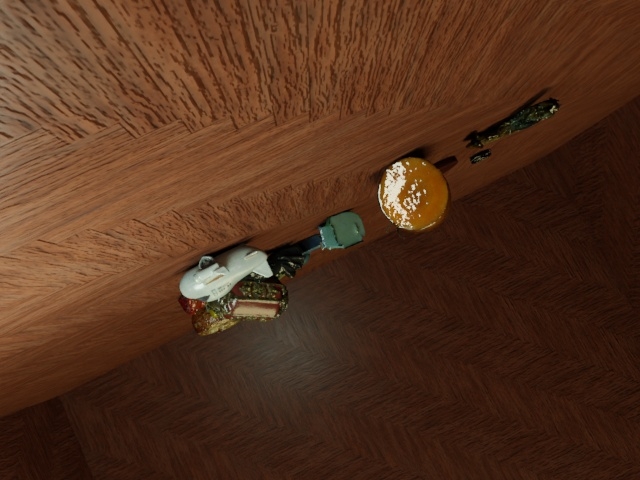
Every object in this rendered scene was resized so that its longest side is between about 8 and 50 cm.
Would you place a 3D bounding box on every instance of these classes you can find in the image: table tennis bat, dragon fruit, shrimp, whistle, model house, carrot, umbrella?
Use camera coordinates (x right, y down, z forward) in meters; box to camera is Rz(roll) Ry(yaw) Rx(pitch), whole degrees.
[{"bbox_3d":[0.340,-0.198,1.828,0.310,0.038,0.200,-32,172,36],"label":"table tennis bat"},{"bbox_3d":[-0.429,0.209,1.853,0.106,0.083,0.162,-26,172,-29],"label":"dragon fruit"},{"bbox_3d":[0.530,-0.322,1.487,0.222,0.054,0.290,-24,-179,-21],"label":"shrimp"},{"bbox_3d":[-0.065,0.047,1.979,0.158,0.090,0.090,-25,174,-25],"label":"whistle"},{"bbox_3d":[0.051,-0.025,1.801,0.148,0.119,0.149,-23,-177,-41],"label":"model house"},{"bbox_3d":[0.268,-0.111,1.480,0.193,0.214,0.331,-1,-177,12],"label":"carrot"},{"bbox_3d":[-0.184,0.093,1.774,0.118,0.118,0.340,-31,172,38],"label":"umbrella"}]

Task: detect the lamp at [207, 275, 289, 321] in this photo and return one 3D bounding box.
[{"bbox_3d":[-0.246,0.192,1.809,0.274,0.177,0.177,7,155,-32],"label":"lamp"}]

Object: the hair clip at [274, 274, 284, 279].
[{"bbox_3d":[-0.188,0.139,2.119,0.321,0.091,0.138,-44,169,-30],"label":"hair clip"}]

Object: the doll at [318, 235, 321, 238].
[{"bbox_3d":[-0.003,-0.008,2.026,0.093,0.051,0.061,-5,-159,2],"label":"doll"}]

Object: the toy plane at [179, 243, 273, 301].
[{"bbox_3d":[-0.254,0.090,1.402,0.245,0.117,0.244,-27,175,-2],"label":"toy plane"}]

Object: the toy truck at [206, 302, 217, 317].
[{"bbox_3d":[-0.357,0.233,2.107,0.227,0.098,0.114,-21,-168,-38],"label":"toy truck"}]

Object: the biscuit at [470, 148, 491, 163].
[{"bbox_3d":[0.608,-0.318,1.994,0.089,0.027,0.087,-27,175,7],"label":"biscuit"}]

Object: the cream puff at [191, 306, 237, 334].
[{"bbox_3d":[-0.454,0.322,2.322,0.240,0.164,0.240,-21,159,-8],"label":"cream puff"}]
